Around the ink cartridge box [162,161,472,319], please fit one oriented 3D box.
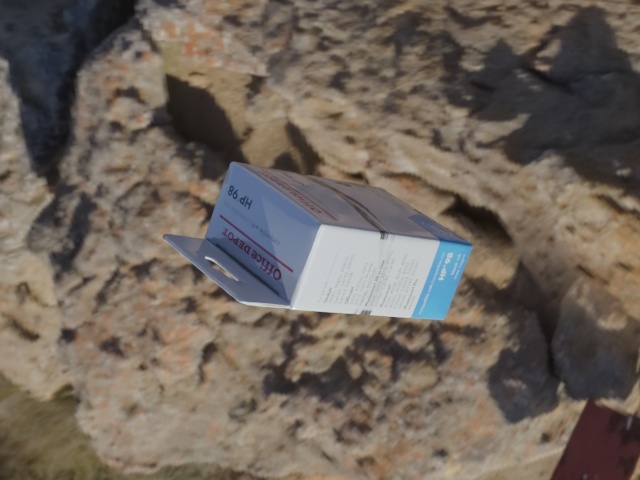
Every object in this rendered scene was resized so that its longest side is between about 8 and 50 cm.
[{"bbox_3d":[0.000,0.000,0.816,0.104,0.180,0.060,35,110,43],"label":"ink cartridge box"}]
